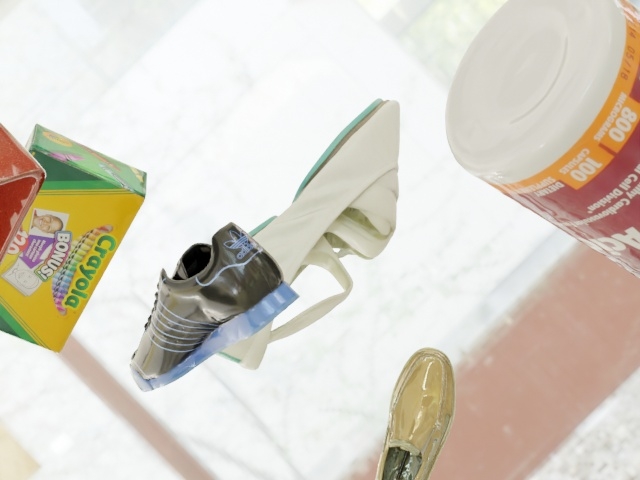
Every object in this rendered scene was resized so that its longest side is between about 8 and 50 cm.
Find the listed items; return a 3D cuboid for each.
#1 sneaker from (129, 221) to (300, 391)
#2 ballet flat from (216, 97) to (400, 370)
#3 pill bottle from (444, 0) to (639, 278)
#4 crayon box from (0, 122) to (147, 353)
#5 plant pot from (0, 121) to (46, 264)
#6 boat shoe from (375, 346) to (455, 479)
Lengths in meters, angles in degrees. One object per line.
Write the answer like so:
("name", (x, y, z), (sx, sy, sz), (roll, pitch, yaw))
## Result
("sneaker", (-0.111, 0.058, 1.304), (0.232, 0.090, 0.081), (-33, 4, 45))
("ballet flat", (0.000, 0.000, 1.626), (0.400, 0.139, 0.139), (-46, 1, -34))
("pill bottle", (0.337, -0.083, 1.508), (0.224, 0.392, 0.224), (-38, 37, 36))
("crayon box", (-0.366, 0.001, 2.003), (0.278, 0.165, 0.081), (-59, 18, 23))
("plant pot", (-0.398, -0.035, 1.064), (0.267, 0.236, 0.267), (-22, -19, -39))
("boat shoe", (0.093, 0.202, 1.512), (0.072, 0.068, 0.190), (11, -90, -77))
